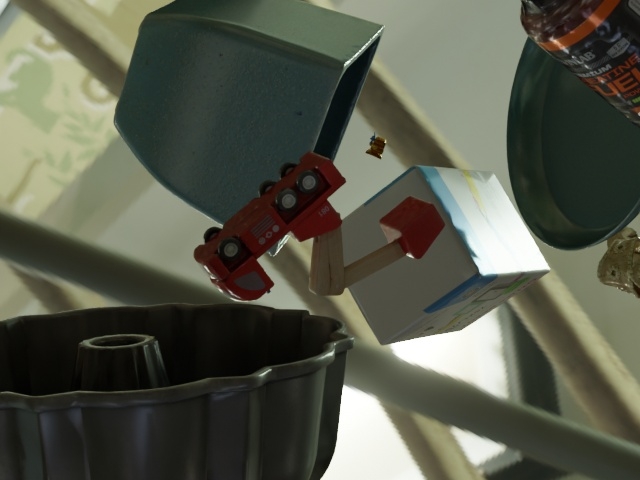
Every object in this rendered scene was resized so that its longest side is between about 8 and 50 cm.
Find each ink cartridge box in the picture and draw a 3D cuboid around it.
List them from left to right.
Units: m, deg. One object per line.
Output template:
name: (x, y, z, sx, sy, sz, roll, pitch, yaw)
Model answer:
ink cartridge box: (0.181, 0.020, 1.891, 0.198, 0.270, 0.197, -37, -108, 27)

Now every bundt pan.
bundt pan: (-0.139, 0.129, 0.864, 0.331, 0.331, 0.124, 10, -76, 60)

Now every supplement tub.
supplement tub: (0.232, -0.175, 0.985, 0.106, 0.198, 0.106, -44, -154, 27)

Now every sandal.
sandal: (0.376, 0.036, 1.524, 0.079, 0.088, 0.240, -11, -168, -3)

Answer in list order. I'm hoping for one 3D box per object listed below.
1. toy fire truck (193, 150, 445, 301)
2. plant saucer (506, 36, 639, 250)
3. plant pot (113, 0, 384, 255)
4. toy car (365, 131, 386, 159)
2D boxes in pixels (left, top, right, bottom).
toy fire truck: (0.000, 0.000, 1.066, 0.192, 0.135, 0.047, -41, -155, -10)
plant saucer: (0.297, -0.144, 1.321, 0.317, 0.044, 0.317, -174, -90, -68)
plant pot: (-0.099, -0.175, 1.494, 0.247, 0.252, 0.248, -55, 167, -65)
toy car: (0.045, -0.164, 1.629, 0.060, 0.122, 0.040, -50, 171, -48)
